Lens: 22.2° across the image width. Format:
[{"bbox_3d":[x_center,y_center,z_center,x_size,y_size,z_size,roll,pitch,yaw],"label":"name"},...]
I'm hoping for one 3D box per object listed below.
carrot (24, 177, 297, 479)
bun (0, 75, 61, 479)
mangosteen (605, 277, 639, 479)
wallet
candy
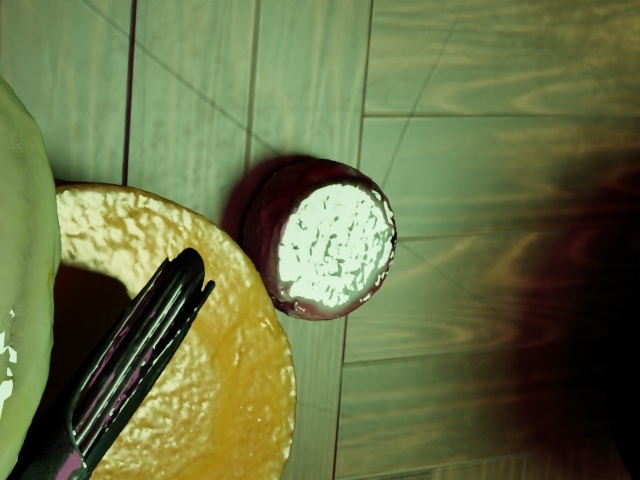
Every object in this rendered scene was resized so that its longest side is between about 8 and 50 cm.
[{"bbox_3d":[-0.141,0.094,0.942,0.307,0.100,0.258,30,83,-42],"label":"carrot"},{"bbox_3d":[-0.294,0.027,0.715,0.365,0.219,0.365,2,79,-9],"label":"bun"},{"bbox_3d":[0.346,0.105,1.154,0.296,0.313,0.297,0,80,3],"label":"mangosteen"},{"bbox_3d":[-0.153,0.143,0.779,0.045,0.172,0.318,37,74,-6],"label":"wallet"},{"bbox_3d":[0.000,0.000,1.029,0.103,0.043,0.103,-9,107,-31],"label":"candy"}]
